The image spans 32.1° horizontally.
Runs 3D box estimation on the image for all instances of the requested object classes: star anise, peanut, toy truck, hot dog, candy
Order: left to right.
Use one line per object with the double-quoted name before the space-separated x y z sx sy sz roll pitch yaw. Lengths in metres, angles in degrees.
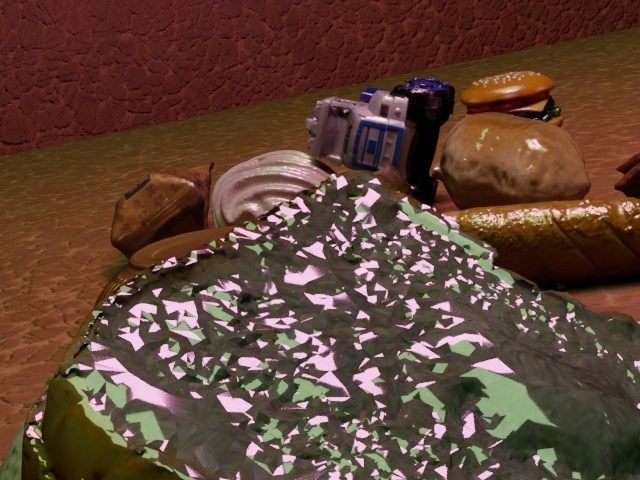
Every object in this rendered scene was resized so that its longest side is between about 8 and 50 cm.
"candy" -0.201 -0.042 1.444 0.143 0.101 0.271 -37 10 5
"toy truck" 0.072 -0.132 1.400 0.177 0.161 0.213 13 13 7
"peanut" 0.215 -0.080 1.263 0.129 0.129 0.224 -17 15 -28
"hot dog" 0.235 -0.002 1.008 0.285 0.088 0.061 -10 18 14
"star anise" 0.407 -0.074 1.237 0.167 0.057 0.168 -10 12 2

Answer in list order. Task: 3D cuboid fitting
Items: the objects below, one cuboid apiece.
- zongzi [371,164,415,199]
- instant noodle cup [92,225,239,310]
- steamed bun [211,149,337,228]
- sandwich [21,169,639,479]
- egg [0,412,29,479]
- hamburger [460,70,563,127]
"zongzi" 0.000 0.000 1.213 0.184 0.084 0.187 -20 13 25
"instant noodle cup" -0.111 0.046 1.050 0.274 0.091 0.274 -10 13 2
"steamed bun" -0.056 -0.055 1.401 0.182 0.106 0.183 -11 12 2
"sandwich" 0.054 0.093 0.454 0.301 0.099 0.271 28 30 22
"egg" -0.092 0.129 0.567 0.141 0.141 0.181 -3 22 29
"hamburger" 0.296 -0.201 1.726 0.162 0.115 0.162 -10 11 2
